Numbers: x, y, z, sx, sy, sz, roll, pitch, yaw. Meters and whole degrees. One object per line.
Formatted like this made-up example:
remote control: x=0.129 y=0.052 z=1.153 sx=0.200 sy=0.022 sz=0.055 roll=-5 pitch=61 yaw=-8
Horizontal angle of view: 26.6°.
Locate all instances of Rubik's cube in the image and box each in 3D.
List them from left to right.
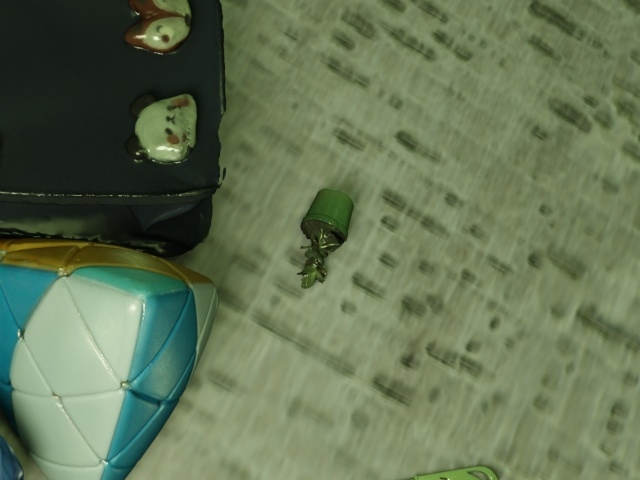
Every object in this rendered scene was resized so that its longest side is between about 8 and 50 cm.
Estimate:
Rubik's cube: x=-0.177 y=0.112 z=1.191 sx=0.254 sy=0.254 sz=0.254 roll=9 pitch=62 yaw=-18

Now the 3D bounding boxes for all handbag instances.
handbag: x=-0.253 y=-0.147 z=1.265 sx=0.329 sy=0.122 sz=0.303 roll=6 pitch=57 yaw=-16

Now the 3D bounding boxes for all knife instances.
knife: x=0.081 y=0.241 z=1.290 sx=0.207 sy=0.014 sz=0.030 roll=-6 pitch=66 yaw=-26

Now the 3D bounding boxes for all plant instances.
plant: x=0.000 y=0.000 z=1.354 sx=0.051 sy=0.051 sz=0.102 roll=24 pitch=64 yaw=-10

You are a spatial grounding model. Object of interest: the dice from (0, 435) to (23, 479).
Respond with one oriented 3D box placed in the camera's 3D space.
dice: x=-0.329 y=0.202 z=1.061 sx=0.143 sy=0.146 sz=0.146 roll=38 pitch=58 yaw=1
